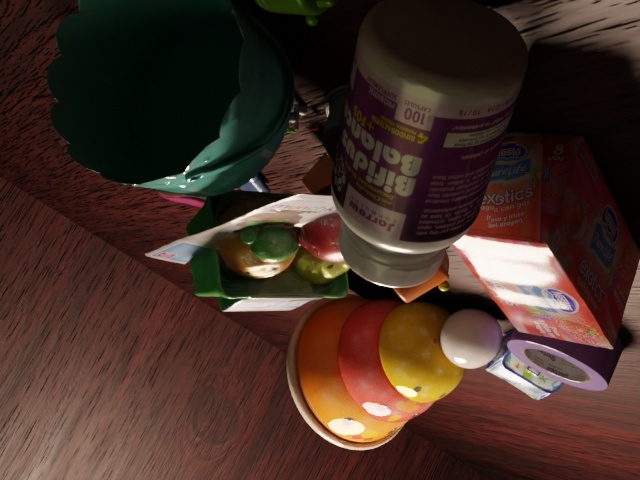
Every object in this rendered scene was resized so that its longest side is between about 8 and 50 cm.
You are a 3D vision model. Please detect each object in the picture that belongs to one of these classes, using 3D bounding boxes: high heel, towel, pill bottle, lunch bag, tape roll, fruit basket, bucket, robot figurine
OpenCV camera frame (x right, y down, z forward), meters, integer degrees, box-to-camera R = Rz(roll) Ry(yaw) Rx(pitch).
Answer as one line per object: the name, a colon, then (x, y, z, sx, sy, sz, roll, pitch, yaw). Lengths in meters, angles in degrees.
high heel: (-0.228, -0.084, 1.998, 0.244, 0.082, 0.117, 0, 141, 35)
towel: (-0.141, -0.124, 1.819, 0.067, 0.029, 0.119, 18, 161, 32)
pill bottle: (0.101, -0.094, 1.044, 0.169, 0.169, 0.302, 24, 136, 14)
lunch bag: (0.417, 0.237, 1.926, 0.128, 0.096, 0.151, 31, 150, -3)
tape roll: (0.435, 0.190, 1.752, 0.189, 0.080, 0.189, 26, 164, 8)
fruit basket: (-0.013, 0.003, 1.342, 0.327, 0.166, 0.353, 3, 171, -42)
bucket: (-0.176, -0.187, 1.218, 0.281, 0.281, 0.183, 21, 180, 22)
robot figurine: (-0.029, -0.279, 1.064, 0.115, 0.067, 0.101, 15, 172, 39)

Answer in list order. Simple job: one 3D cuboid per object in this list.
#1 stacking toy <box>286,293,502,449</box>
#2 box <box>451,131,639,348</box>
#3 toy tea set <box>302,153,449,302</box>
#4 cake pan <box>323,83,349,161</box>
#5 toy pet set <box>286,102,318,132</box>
stacking toy: (0.183, 0.235, 2.042, 0.350, 0.351, 0.480, 34, 147, -21)
box: (0.293, 0.003, 1.257, 0.142, 0.154, 0.300, 8, 155, 36)
toy tea set: (0.106, -0.032, 1.613, 0.200, 0.124, 0.336, 53, -175, 35)
cake pan: (0.126, -0.110, 1.367, 0.293, 0.054, 0.293, 26, 164, 8)
toy pet set: (-0.077, -0.195, 1.473, 0.114, 0.065, 0.122, -4, -176, -29)
